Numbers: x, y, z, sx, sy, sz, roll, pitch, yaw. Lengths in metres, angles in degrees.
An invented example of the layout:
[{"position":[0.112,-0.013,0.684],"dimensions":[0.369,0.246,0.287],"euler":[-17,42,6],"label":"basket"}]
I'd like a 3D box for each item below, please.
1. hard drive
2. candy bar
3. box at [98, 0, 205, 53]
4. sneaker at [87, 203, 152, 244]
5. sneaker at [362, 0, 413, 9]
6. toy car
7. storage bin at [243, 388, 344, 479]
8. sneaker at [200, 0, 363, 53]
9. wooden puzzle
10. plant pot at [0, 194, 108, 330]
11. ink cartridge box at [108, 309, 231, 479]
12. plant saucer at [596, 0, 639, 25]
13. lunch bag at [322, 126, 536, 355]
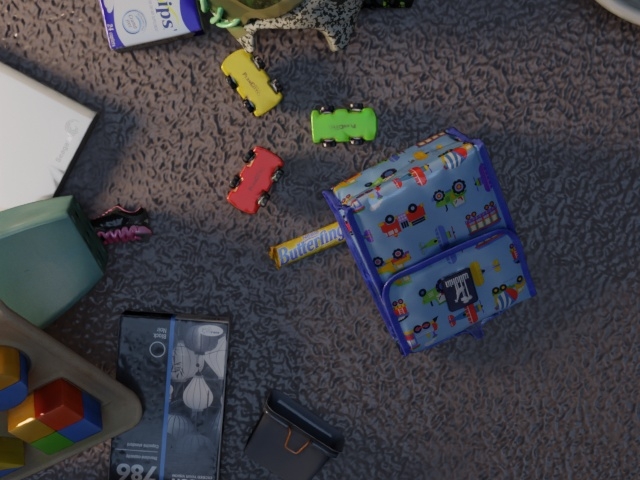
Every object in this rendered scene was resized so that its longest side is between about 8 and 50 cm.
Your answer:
[{"position":[-0.507,-0.169,1.657],"dimensions":[0.307,0.040,0.203],"euler":[28,93,-2],"label":"hard drive"},{"position":[0.000,0.000,1.692],"dimensions":[0.161,0.018,0.040],"euler":[-21,94,-1],"label":"candy bar"},{"position":[-0.247,-0.347,1.636],"dimensions":[0.137,0.072,0.126],"euler":[-13,94,-1],"label":"box"},{"position":[-0.309,-0.026,1.675],"dimensions":[0.119,0.047,0.057],"euler":[-2,72,-2],"label":"sneaker"},{"position":[0.096,-0.364,1.646],"dimensions":[0.188,0.067,0.078],"euler":[-33,88,-2],"label":"sneaker"},{"position":[-0.029,-0.163,1.663],"dimensions":[0.225,0.053,0.239],"euler":[-3,94,-2],"label":"toy car"},{"position":[-0.045,0.303,1.677],"dimensions":[0.135,0.098,0.091],"euler":[33,103,-3],"label":"storage bin"},{"position":[-0.122,-0.341,1.548],"dimensions":[0.410,0.158,0.182],"euler":[8,118,-1],"label":"sneaker"},{"position":[-0.464,0.236,1.540],"dimensions":[0.322,0.080,0.348],"euler":[-26,136,14],"label":"wooden puzzle"},{"position":[-0.427,0.044,1.593],"dimensions":[0.234,0.166,0.165],"euler":[-27,108,1],"label":"plant pot"},{"position":[-0.225,0.274,1.682],"dimensions":[0.165,0.065,0.333],"euler":[3,94,-2],"label":"ink cartridge box"},{"position":[0.516,-0.495,1.632],"dimensions":[0.400,0.100,0.401],"euler":[0,93,-2],"label":"plant saucer"},{"position":[0.170,0.018,1.655],"dimensions":[0.221,0.138,0.293],"euler":[-27,109,-5],"label":"lunch bag"}]
